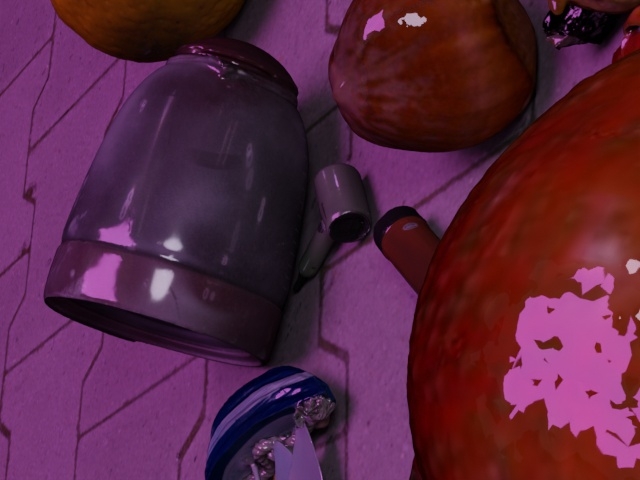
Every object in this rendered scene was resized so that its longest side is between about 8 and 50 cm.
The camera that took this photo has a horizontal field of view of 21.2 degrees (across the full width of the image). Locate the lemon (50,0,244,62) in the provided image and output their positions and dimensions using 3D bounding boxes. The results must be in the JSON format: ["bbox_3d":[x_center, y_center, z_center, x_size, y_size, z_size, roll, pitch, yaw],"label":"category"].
[{"bbox_3d":[-0.200,-0.333,1.998,0.310,0.253,0.253,141,138,-58],"label":"lemon"}]

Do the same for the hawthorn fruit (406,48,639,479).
[{"bbox_3d":[0.250,0.077,0.850,0.403,0.403,0.403,-38,44,48],"label":"hawthorn fruit"}]

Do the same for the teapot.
[{"bbox_3d":[-0.121,-0.042,1.758,0.315,0.233,0.312,97,-170,-78],"label":"teapot"}]

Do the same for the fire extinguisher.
[{"bbox_3d":[0.101,0.026,1.463,0.062,0.050,0.177,-32,34,-4],"label":"fire extinguisher"}]

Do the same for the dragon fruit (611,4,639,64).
[{"bbox_3d":[0.256,-0.109,1.164,0.136,0.133,0.166,-50,24,22],"label":"dragon fruit"}]

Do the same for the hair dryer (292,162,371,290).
[{"bbox_3d":[0.000,0.000,1.669,0.071,0.047,0.150,-102,33,-44],"label":"hair dryer"}]

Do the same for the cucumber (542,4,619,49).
[{"bbox_3d":[0.241,-0.223,1.339,0.181,0.053,0.053,-55,33,30],"label":"cucumber"}]

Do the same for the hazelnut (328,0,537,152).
[{"bbox_3d":[0.096,-0.150,1.446,0.182,0.182,0.182,-38,44,48],"label":"hazelnut"}]

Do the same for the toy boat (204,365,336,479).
[{"bbox_3d":[-0.037,0.260,1.573,0.220,0.067,0.291,-49,39,37],"label":"toy boat"}]

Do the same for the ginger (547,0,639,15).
[{"bbox_3d":[0.264,-0.330,1.220,0.357,0.152,0.274,-47,24,18],"label":"ginger"}]
